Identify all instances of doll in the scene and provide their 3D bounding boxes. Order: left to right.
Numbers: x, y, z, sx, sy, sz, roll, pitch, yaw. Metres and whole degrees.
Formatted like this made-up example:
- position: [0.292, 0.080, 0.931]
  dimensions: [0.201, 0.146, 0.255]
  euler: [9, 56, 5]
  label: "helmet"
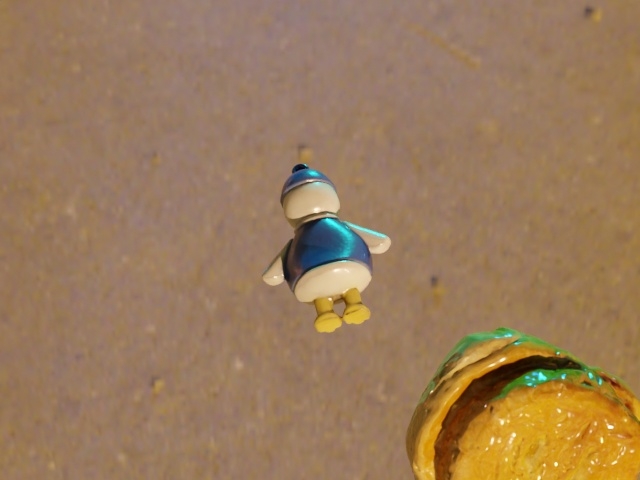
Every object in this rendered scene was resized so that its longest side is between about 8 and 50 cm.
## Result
- position: [0.000, 0.000, 1.333]
  dimensions: [0.098, 0.058, 0.143]
  euler: [-18, 58, 1]
  label: "doll"

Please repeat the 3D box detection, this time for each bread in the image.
- position: [0.201, 0.198, 1.733]
  dimensions: [0.236, 0.198, 0.120]
  euler: [26, 12, -20]
  label: "bread"
